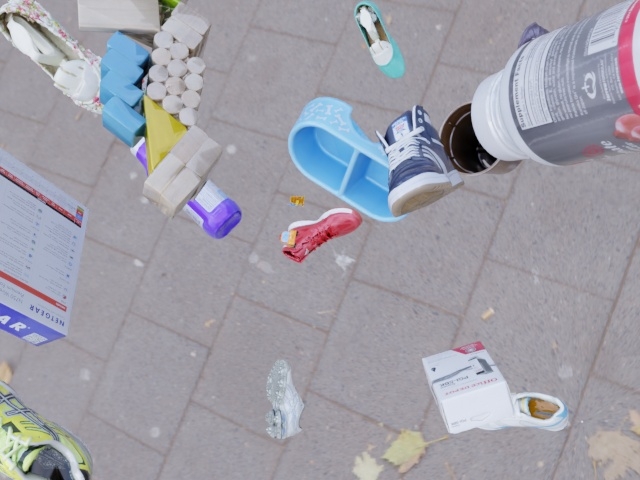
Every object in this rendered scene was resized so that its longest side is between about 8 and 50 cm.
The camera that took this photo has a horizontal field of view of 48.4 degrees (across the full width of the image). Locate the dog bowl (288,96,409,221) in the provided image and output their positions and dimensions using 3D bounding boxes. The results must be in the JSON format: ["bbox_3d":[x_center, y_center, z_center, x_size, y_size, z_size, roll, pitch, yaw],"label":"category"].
[{"bbox_3d":[0.067,-0.143,1.328,0.297,0.166,0.074,33,50,11],"label":"dog bowl"}]

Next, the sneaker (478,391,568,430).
[{"bbox_3d":[0.423,0.367,1.564,0.228,0.092,0.088,-4,60,18],"label":"sneaker"}]

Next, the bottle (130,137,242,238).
[{"bbox_3d":[-0.299,-0.126,1.572,0.283,0.118,0.092,43,83,10],"label":"bottle"}]

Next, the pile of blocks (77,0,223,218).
[{"bbox_3d":[-0.192,-0.193,0.793,0.148,0.112,0.362,1,74,-17],"label":"pile of blocks"}]

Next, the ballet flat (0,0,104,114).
[{"bbox_3d":[-0.384,-0.261,1.049,0.241,0.077,0.091,40,115,1],"label":"ballet flat"}]

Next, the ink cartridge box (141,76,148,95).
[{"bbox_3d":[-0.335,-0.266,1.256,0.063,0.115,0.029,-42,73,9],"label":"ink cartridge box"}]

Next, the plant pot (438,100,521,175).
[{"bbox_3d":[0.380,-0.222,1.623,0.167,0.165,0.167,-1,88,37],"label":"plant pot"}]

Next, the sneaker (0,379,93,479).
[{"bbox_3d":[-0.583,0.354,1.324,0.147,0.384,0.145,-3,56,61],"label":"sneaker"}]

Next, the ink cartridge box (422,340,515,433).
[{"bbox_3d":[0.213,0.211,1.042,0.099,0.135,0.056,-18,107,1],"label":"ink cartridge box"}]

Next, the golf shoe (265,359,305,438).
[{"bbox_3d":[-0.074,0.353,1.599,0.069,0.086,0.176,4,91,54],"label":"golf shoe"}]

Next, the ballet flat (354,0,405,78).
[{"bbox_3d":[0.158,-0.569,2.021,0.083,0.087,0.247,-28,82,31],"label":"ballet flat"}]

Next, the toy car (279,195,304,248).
[{"bbox_3d":[-0.064,-0.042,1.550,0.040,0.060,0.122,9,98,-4],"label":"toy car"}]

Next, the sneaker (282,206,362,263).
[{"bbox_3d":[0.000,0.000,1.783,0.221,0.087,0.128,-19,35,35],"label":"sneaker"}]

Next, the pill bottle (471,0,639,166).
[{"bbox_3d":[0.342,-0.189,0.903,0.318,0.176,0.176,-6,69,62],"label":"pill bottle"}]

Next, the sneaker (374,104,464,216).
[{"bbox_3d":[0.137,-0.128,1.105,0.099,0.282,0.153,-29,86,21],"label":"sneaker"}]

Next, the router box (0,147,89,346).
[{"bbox_3d":[-0.593,-0.009,1.308,0.082,0.335,0.301,-19,52,22],"label":"router box"}]

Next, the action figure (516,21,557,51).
[{"bbox_3d":[0.451,-0.250,1.152,0.285,0.185,0.099,22,46,16],"label":"action figure"}]
